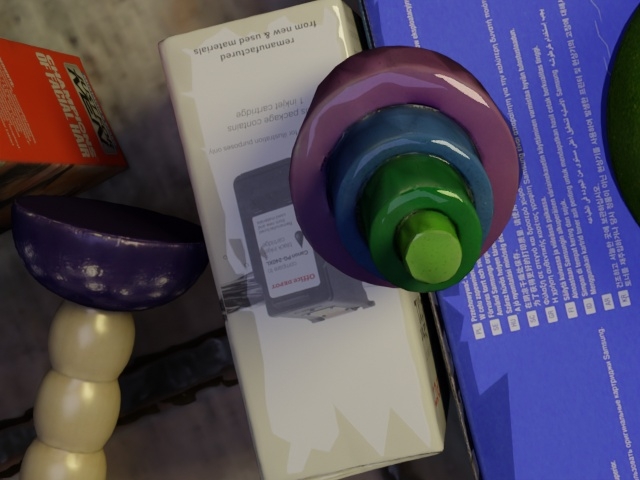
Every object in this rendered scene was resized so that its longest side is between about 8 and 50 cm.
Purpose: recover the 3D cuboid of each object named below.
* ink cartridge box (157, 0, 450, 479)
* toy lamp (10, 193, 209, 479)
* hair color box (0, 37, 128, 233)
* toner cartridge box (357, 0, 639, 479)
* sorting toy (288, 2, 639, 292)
[{"bbox_3d":[0.000,0.000,0.508,0.063,0.109,0.150,-13,92,7],"label":"ink cartridge box"},{"bbox_3d":[-0.102,0.124,0.516,0.080,0.080,0.274,12,98,9],"label":"toy lamp"},{"bbox_3d":[-0.139,-0.028,0.501,0.093,0.167,0.053,-26,89,11],"label":"hair color box"},{"bbox_3d":[0.125,0.023,0.504,0.165,0.075,0.347,-13,92,9],"label":"toner cartridge box"},{"bbox_3d":[0.174,-0.025,0.381,0.366,0.126,0.127,-7,109,0],"label":"sorting toy"}]
